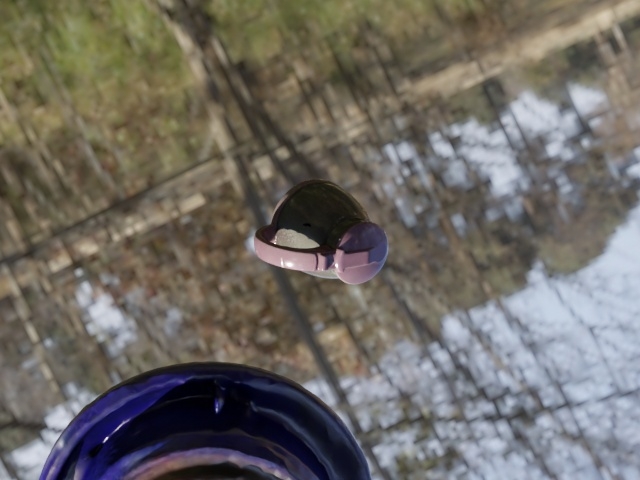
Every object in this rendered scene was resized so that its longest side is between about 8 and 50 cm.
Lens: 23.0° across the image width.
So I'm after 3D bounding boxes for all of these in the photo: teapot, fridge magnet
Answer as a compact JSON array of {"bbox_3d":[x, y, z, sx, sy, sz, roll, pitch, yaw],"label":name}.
[{"bbox_3d":[0.005,-0.008,1.896,0.146,0.148,0.116,31,-83,51],"label":"teapot"},{"bbox_3d":[-0.087,0.219,1.202,0.265,0.265,0.113,-25,-161,4],"label":"fridge magnet"}]
